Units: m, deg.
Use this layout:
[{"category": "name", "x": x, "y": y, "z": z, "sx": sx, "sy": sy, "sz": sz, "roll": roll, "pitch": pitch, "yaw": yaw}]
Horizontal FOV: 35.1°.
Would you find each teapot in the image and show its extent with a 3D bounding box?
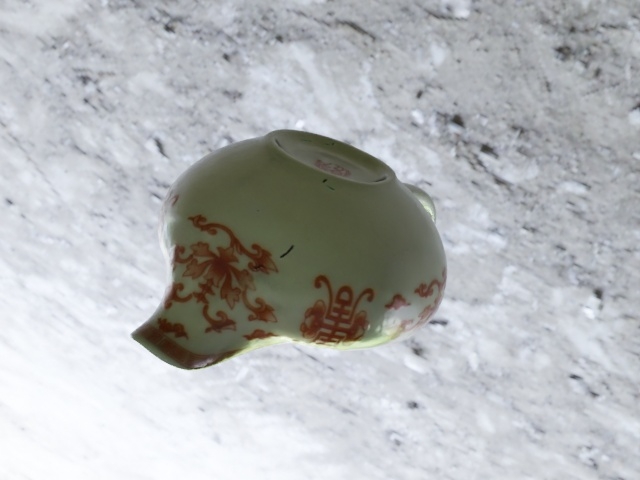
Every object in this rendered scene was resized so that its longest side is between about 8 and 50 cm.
[{"category": "teapot", "x": 0.000, "y": 0.000, "z": 0.565, "sx": 0.159, "sy": 0.116, "sz": 0.246, "roll": 19, "pitch": -167, "yaw": 39}]
